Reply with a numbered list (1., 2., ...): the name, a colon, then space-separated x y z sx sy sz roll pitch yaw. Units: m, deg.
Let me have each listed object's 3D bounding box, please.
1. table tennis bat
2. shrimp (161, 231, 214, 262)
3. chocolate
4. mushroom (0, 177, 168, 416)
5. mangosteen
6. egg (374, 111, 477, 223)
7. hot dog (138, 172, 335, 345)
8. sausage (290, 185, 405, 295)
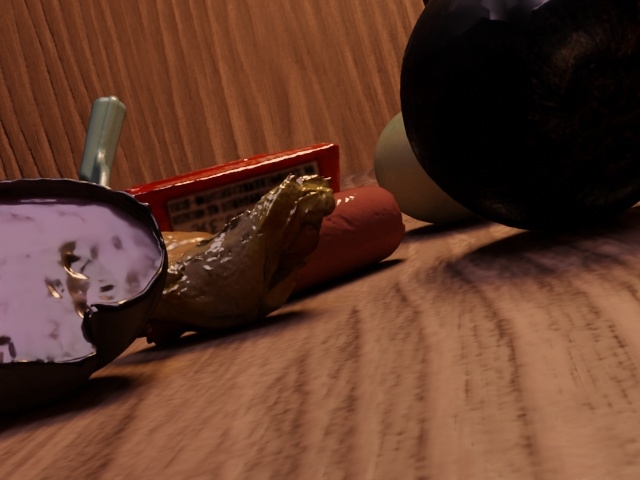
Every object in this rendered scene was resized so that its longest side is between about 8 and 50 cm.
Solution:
1. table tennis bat: -0.259 -0.050 1.298 0.040 0.244 0.153 17 -23 -20
2. shrimp: -0.213 0.045 1.039 0.287 0.062 0.152 -13 16 4
3. chocolate: -0.115 -0.032 1.310 0.238 0.107 0.235 -15 4 -21
4. mushroom: -0.179 0.039 0.666 0.188 0.141 0.117 -11 -30 -11
5. mangosteen: 0.152 -0.113 0.820 0.216 0.216 0.216 -14 5 1
6. egg: 0.110 -0.071 1.043 0.114 0.114 0.152 -16 7 -22
7. hot dog: -0.052 0.024 0.747 0.169 0.061 0.078 -34 -28 2
8. sausage: 0.000 0.000 0.858 0.154 0.062 0.062 -19 7 -40
